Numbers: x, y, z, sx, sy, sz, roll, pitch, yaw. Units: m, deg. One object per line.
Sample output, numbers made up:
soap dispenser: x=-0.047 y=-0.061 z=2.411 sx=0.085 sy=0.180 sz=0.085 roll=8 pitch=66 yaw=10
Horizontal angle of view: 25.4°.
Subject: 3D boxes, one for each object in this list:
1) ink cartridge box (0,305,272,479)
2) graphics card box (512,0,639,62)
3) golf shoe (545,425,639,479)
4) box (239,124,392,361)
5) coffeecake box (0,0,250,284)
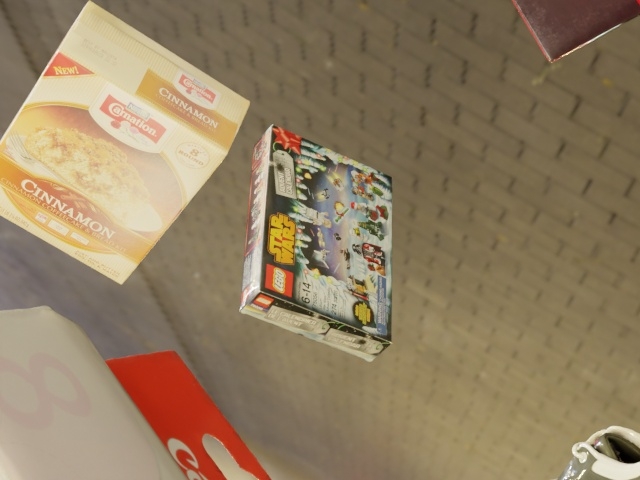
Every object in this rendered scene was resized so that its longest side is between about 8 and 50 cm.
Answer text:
ink cartridge box: x=-0.066 y=0.113 z=0.629 sx=0.189 sy=0.066 sz=0.232 roll=51 pitch=-153 yaw=17
graphics card box: x=0.244 y=-0.295 z=0.897 sx=0.371 sy=0.094 sz=0.232 roll=-26 pitch=99 yaw=39
golf shoe: x=0.270 y=0.231 z=1.344 sx=0.273 sy=0.105 sz=0.120 roll=-15 pitch=100 yaw=53
box: x=0.000 y=0.000 z=0.885 sx=0.094 sy=0.137 sz=0.027 roll=22 pitch=137 yaw=-22
coffeecake box: x=-0.164 y=-0.070 z=1.087 sx=0.142 sy=0.068 sz=0.185 roll=31 pitch=133 yaw=-13
